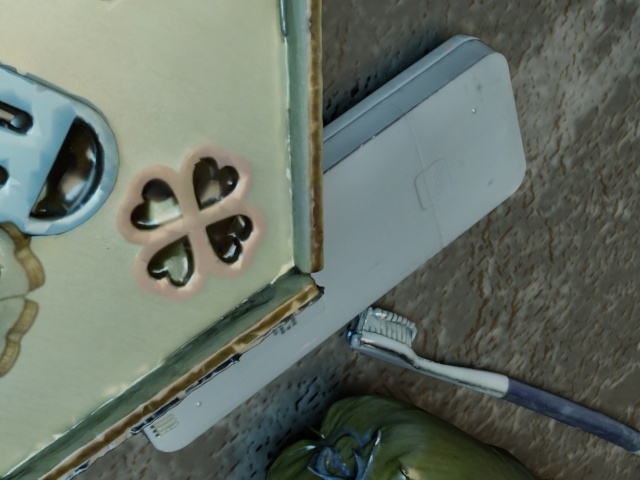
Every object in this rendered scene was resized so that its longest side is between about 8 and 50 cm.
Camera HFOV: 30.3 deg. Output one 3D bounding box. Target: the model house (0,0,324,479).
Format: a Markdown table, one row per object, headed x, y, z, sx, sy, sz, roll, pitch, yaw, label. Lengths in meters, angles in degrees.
| x | y | z | sx | sy | sz | roll | pitch | yaw | label |
| --- | --- | --- | --- | --- | --- | --- | --- | --- | --- |
| -0.117 | -0.024 | 0.435 | 0.244 | 0.169 | 0.326 | 24 | 94 | -38 | model house |

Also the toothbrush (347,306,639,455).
| x | y | z | sx | sy | sz | roll | pitch | yaw | label |
| --- | --- | --- | --- | --- | --- | --- | --- | --- | --- |
| 0.124 | 0.093 | 0.722 | 0.288 | 0.024 | 0.026 | 25 | 80 | -35 | toothbrush |

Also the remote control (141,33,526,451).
| x | y | z | sx | sy | sz | roll | pitch | yaw | label |
| --- | --- | --- | --- | --- | --- | --- | --- | --- | --- |
| 0.000 | 0.000 | 0.589 | 0.250 | 0.034 | 0.103 | -38 | 137 | -15 | remote control |

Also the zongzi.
| x | y | z | sx | sy | sz | roll | pitch | yaw | label |
| --- | --- | --- | --- | --- | --- | --- | --- | --- | --- |
| 0.026 | 0.232 | 0.655 | 0.251 | 0.125 | 0.274 | 35 | 94 | -37 | zongzi |
